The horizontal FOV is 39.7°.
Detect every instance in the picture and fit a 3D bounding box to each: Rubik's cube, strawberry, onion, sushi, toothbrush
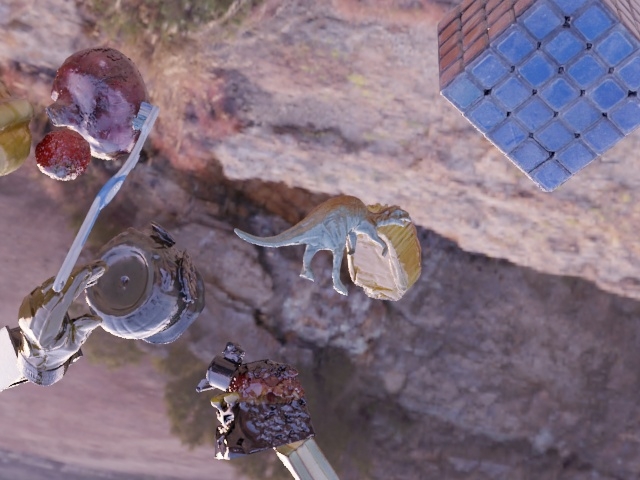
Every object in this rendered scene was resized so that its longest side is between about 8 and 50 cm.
[{"bbox_3d":[0.321,-0.254,1.223,0.237,0.238,0.237,40,123,-19],"label":"Rubik's cube"},{"bbox_3d":[-0.459,-0.149,1.587,0.106,0.106,0.106,9,158,4],"label":"strawberry"},{"bbox_3d":[-0.490,-0.296,1.915,0.219,0.252,0.252,-24,179,-34],"label":"onion"},{"bbox_3d":[-0.106,0.289,1.556,0.172,0.150,0.153,-9,170,-19],"label":"sushi"},{"bbox_3d":[-0.382,-0.080,1.593,0.040,0.386,0.040,21,166,5],"label":"toothbrush"}]

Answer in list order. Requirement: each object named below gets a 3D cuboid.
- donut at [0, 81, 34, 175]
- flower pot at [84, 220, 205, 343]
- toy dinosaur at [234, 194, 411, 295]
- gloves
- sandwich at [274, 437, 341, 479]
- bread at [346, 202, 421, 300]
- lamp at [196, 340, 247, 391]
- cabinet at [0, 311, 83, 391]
[{"bbox_3d":[-0.702,-0.149,1.492,0.449,0.449,0.198,-11,105,43],"label":"donut"},{"bbox_3d":[-0.443,0.109,2.274,0.302,0.301,0.213,1,166,23],"label":"flower pot"},{"bbox_3d":[0.000,0.000,1.819,0.393,0.205,0.092,9,-178,-21],"label":"toy dinosaur"},{"bbox_3d":[-0.517,0.153,1.734,0.141,0.154,0.331,14,130,-23],"label":"gloves"},{"bbox_3d":[-0.023,0.502,1.950,0.163,0.079,0.113,57,165,-12],"label":"sandwich"},{"bbox_3d":[0.157,0.025,2.188,0.179,0.133,0.250,13,134,39],"label":"bread"},{"bbox_3d":[-0.230,0.384,2.520,0.228,0.172,0.147,19,-168,30],"label":"lamp"},{"bbox_3d":[-0.776,0.300,2.388,0.175,0.148,0.215,-16,170,-41],"label":"cabinet"}]
